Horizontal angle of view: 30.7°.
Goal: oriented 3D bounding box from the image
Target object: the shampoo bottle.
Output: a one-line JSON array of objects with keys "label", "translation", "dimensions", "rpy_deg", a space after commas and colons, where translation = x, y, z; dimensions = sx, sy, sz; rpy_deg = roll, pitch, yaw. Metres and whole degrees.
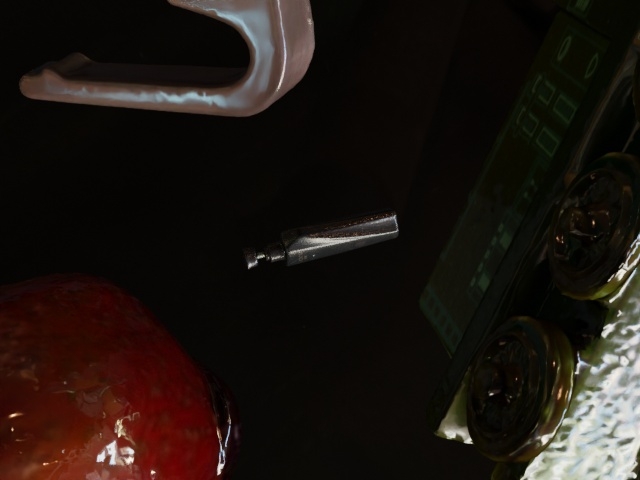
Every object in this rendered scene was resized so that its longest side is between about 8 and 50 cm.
[{"label": "shampoo bottle", "translation": [0.000, 0.000, 1.018], "dimensions": [0.137, 0.048, 0.027], "rpy_deg": [-14, 61, -10]}]

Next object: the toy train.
[{"label": "toy train", "translation": [0.107, -0.014, 0.416], "dimensions": [0.090, 0.137, 0.225], "rpy_deg": [17, 110, -22]}]

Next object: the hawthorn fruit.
[{"label": "hawthorn fruit", "translation": [-0.175, 0.128, 0.634], "dimensions": [0.215, 0.250, 0.215], "rpy_deg": [8, 109, 25]}]

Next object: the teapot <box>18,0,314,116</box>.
[{"label": "teapot", "translation": [-0.144, -0.260, 0.716], "dimensions": [0.362, 0.305, 0.376], "rpy_deg": [5, 119, 27]}]
